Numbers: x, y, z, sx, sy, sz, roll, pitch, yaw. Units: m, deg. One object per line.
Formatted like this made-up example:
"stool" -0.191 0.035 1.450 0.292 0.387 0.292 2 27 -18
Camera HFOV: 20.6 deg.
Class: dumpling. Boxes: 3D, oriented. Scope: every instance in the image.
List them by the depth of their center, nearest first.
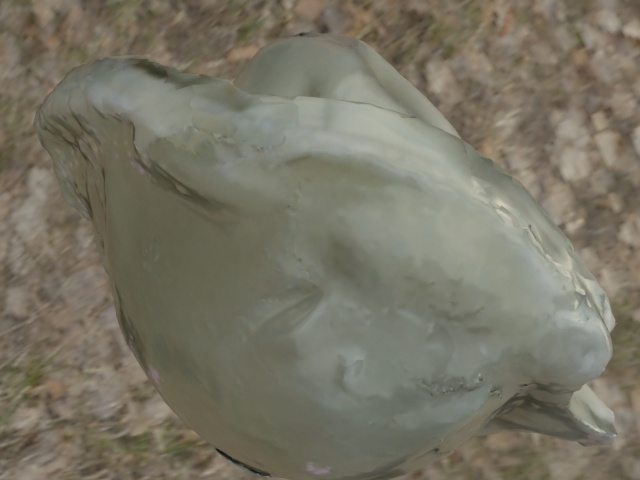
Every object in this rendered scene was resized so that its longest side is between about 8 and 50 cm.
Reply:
"dumpling" 0.000 0.000 0.501 0.199 0.136 0.118 25 60 7
